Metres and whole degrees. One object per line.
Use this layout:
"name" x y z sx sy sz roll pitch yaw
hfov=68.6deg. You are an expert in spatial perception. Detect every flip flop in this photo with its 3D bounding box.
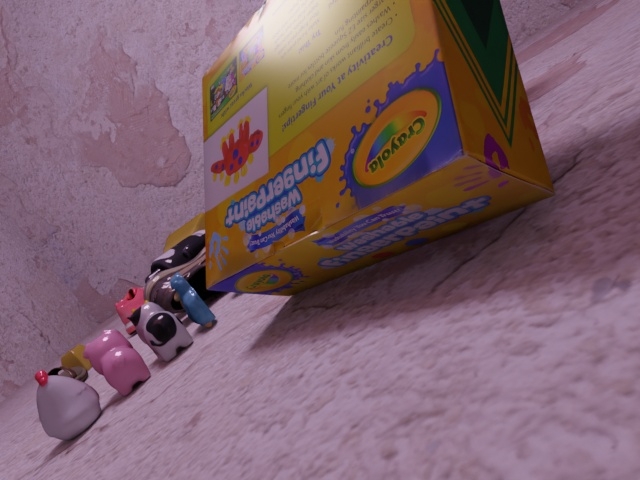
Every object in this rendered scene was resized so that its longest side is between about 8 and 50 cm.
"flip flop" -0.720 0.392 1.289 0.112 0.080 0.277 -37 10 -14

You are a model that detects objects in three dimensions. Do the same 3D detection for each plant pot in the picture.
"plant pot" -0.494 0.059 1.846 0.212 0.212 0.187 -30 23 24
"plant pot" -0.785 0.388 1.519 0.081 0.083 0.081 -33 10 12

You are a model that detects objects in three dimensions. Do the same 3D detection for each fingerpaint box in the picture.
"fingerpaint box" 0.016 -0.156 0.616 0.163 0.371 0.445 10 -25 -38

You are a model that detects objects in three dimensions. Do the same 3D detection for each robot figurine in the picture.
"robot figurine" -0.374 0.086 1.371 0.209 0.174 0.278 -10 24 43

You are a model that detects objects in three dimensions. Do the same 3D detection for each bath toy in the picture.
"bath toy" -0.374 0.209 0.890 0.348 0.129 0.151 -41 12 -30

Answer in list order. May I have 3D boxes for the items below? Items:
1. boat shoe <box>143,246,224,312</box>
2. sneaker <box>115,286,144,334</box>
"boat shoe" -0.275 0.093 1.221 0.130 0.132 0.355 14 39 43
"sneaker" -0.623 0.209 1.693 0.116 0.136 0.314 -31 10 14
